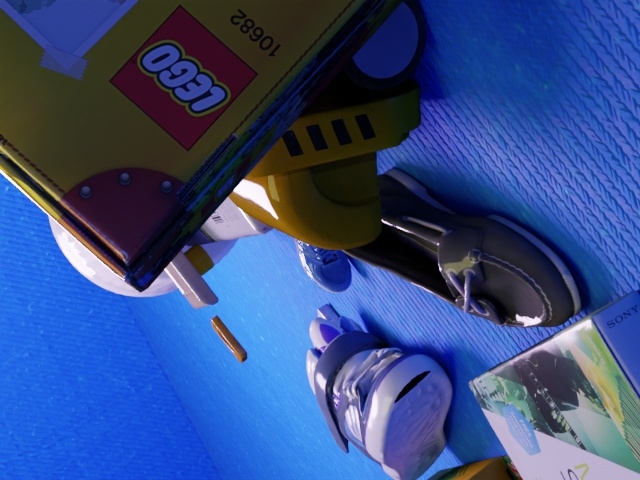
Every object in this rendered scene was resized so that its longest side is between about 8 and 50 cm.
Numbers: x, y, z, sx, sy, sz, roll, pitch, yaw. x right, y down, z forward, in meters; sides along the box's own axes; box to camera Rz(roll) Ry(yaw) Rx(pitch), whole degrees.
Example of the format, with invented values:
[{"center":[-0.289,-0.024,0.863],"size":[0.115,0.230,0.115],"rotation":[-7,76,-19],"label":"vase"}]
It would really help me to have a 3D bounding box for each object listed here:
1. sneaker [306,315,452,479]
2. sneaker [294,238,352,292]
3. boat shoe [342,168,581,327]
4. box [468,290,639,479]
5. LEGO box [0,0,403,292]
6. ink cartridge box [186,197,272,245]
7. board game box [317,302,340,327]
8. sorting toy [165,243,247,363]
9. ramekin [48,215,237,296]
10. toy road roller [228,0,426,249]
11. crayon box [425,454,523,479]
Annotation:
[{"center":[0.051,0.175,1.721],"size":[0.236,0.130,0.323],"rotation":[45,166,25],"label":"sneaker"},{"center":[-0.001,0.000,1.673],"size":[0.152,0.058,0.084],"rotation":[66,171,-7],"label":"sneaker"},{"center":[0.119,0.022,1.296],"size":[0.335,0.095,0.112],"rotation":[33,151,56],"label":"boat shoe"},{"center":[0.263,0.191,1.217],"size":[0.232,0.058,0.322],"rotation":[59,160,8],"label":"box"},{"center":[-0.191,-0.267,0.921],"size":[0.500,0.372,0.193],"rotation":[42,173,-1],"label":"LEGO box"},{"center":[-0.135,-0.157,1.564],"size":[0.285,0.166,0.395],"rotation":[57,164,-8],"label":"ink cartridge box"},{"center":[0.029,0.146,1.931],"size":[0.090,0.020,0.090],"rotation":[50,163,22],"label":"board game box"},{"center":[-0.187,0.005,1.678],"size":[0.348,0.047,0.196],"rotation":[53,170,-4],"label":"sorting toy"},{"center":[-0.234,-0.063,1.872],"size":[0.277,0.277,0.135],"rotation":[59,155,-8],"label":"ramekin"},{"center":[-0.063,-0.102,1.187],"size":[0.202,0.329,0.241],"rotation":[24,124,57],"label":"toy road roller"},{"center":[0.225,0.384,1.700],"size":[0.202,0.081,0.318],"rotation":[56,163,6],"label":"crayon box"}]
